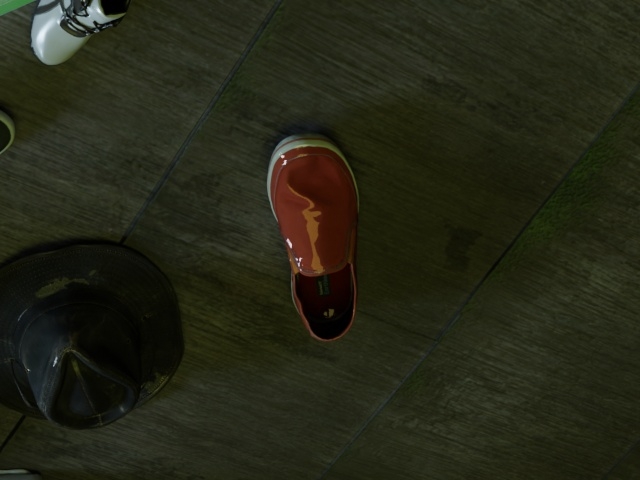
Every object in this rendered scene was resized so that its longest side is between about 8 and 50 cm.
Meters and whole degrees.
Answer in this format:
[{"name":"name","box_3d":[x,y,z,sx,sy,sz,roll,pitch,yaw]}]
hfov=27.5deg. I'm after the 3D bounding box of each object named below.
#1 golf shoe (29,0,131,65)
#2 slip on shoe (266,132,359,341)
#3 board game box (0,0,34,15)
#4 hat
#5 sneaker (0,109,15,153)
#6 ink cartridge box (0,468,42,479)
[{"name":"golf shoe","box_3d":[-0.272,-0.270,1.513,0.077,0.094,0.198,26,118,-30]},{"name":"slip on shoe","box_3d":[0.000,0.000,1.779,0.123,0.101,0.331,-9,126,-5]},{"name":"board game box","box_3d":[-0.269,-0.336,1.387,0.317,0.214,0.046,-22,129,4]},{"name":"hat","box_3d":[-0.334,0.169,1.802,0.331,0.134,0.331,-6,128,-8]},{"name":"sneaker","box_3d":[-0.510,-0.082,1.560,0.295,0.147,0.105,-10,126,-8]},{"name":"ink cartridge box","box_3d":[-0.535,0.531,1.860,0.285,0.395,0.166,1,128,-14]}]
